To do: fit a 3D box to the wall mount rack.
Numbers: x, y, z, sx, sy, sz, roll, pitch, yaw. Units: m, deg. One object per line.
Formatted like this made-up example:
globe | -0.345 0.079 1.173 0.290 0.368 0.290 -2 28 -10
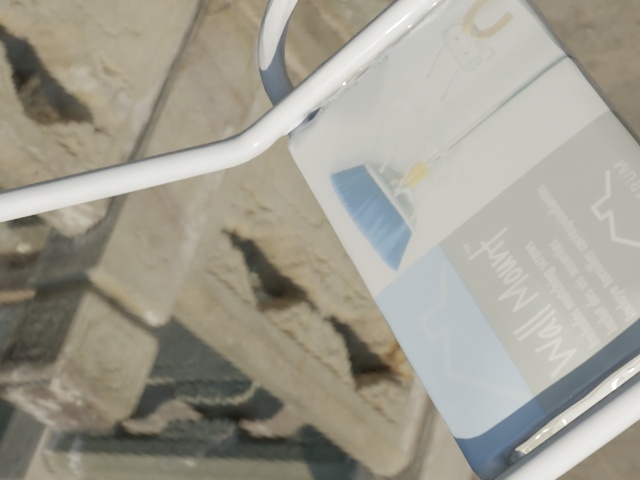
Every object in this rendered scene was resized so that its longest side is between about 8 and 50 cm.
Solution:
wall mount rack | 0.000 0.000 0.453 0.304 0.350 0.130 -39 142 14
